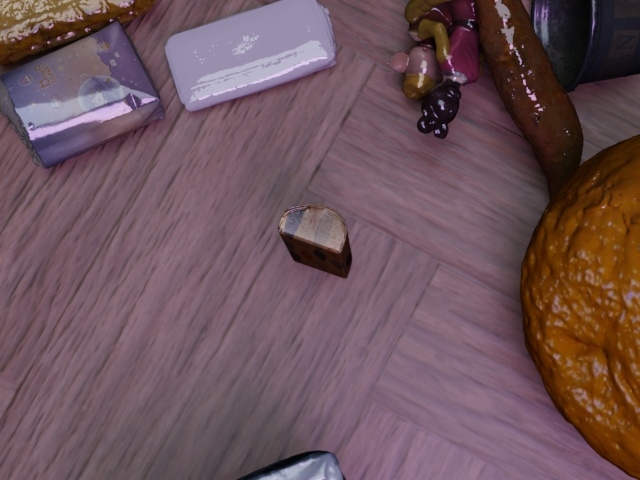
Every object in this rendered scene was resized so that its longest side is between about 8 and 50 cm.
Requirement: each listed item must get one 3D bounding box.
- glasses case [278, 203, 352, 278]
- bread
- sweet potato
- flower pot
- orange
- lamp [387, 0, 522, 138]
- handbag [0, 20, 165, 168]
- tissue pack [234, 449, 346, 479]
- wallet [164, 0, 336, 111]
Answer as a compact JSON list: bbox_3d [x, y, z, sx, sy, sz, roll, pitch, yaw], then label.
[{"bbox_3d":[0.000,0.000,1.056,0.065,0.170,0.041,18,82,7],"label":"glasses case"},{"bbox_3d":[-0.288,-0.273,1.161,0.211,0.083,0.113,-18,85,0],"label":"bread"},{"bbox_3d":[0.206,-0.166,1.062,0.066,0.072,0.314,-23,110,18],"label":"sweet potato"},{"bbox_3d":[0.298,-0.233,1.098,0.107,0.157,0.157,-3,80,-9],"label":"flower pot"},{"bbox_3d":[0.355,0.056,0.955,0.293,0.340,0.340,-16,79,-26],"label":"orange"},{"bbox_3d":[0.143,-0.225,1.122,0.118,0.118,0.253,21,85,6],"label":"lamp"},{"bbox_3d":[-0.269,-0.152,1.140,0.173,0.095,0.117,-25,74,-10],"label":"handbag"},{"bbox_3d":[-0.085,0.274,0.930,0.228,0.315,0.103,-20,77,-8],"label":"tissue pack"},{"bbox_3d":[-0.075,-0.211,1.166,0.190,0.033,0.095,-20,81,0],"label":"wallet"}]
